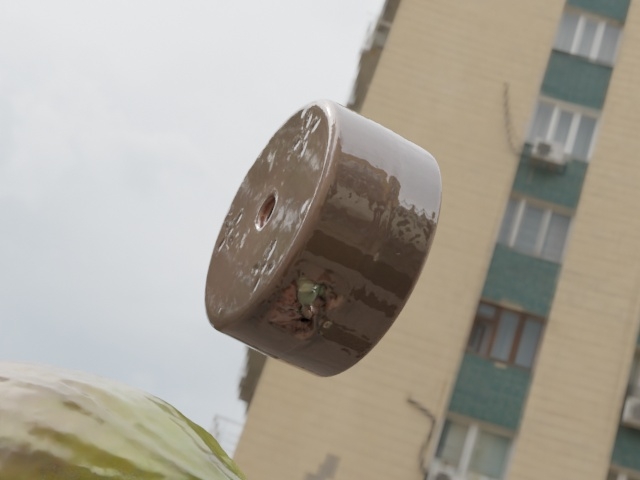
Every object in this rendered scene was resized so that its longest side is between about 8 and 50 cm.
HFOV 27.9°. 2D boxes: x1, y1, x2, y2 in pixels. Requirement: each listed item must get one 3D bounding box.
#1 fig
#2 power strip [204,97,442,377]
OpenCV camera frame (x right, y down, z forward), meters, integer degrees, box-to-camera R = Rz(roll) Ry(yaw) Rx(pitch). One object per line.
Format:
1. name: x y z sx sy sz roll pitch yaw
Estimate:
1. fig: -0.061 0.120 0.445 0.231 0.160 0.143 7 -61 11
2. power strip: 0.000 0.000 0.747 0.078 0.154 0.154 27 -27 -22
